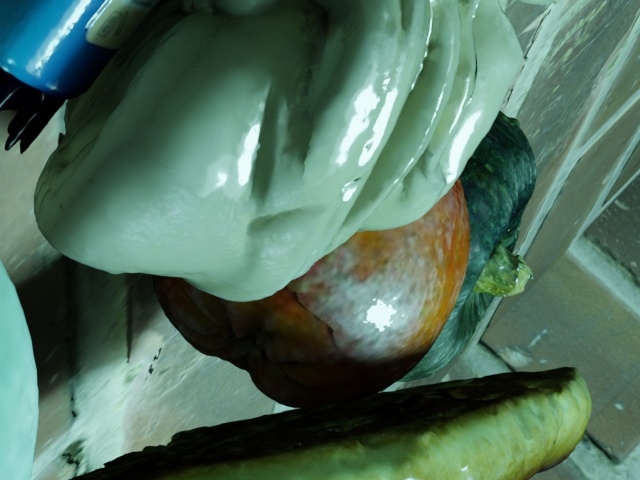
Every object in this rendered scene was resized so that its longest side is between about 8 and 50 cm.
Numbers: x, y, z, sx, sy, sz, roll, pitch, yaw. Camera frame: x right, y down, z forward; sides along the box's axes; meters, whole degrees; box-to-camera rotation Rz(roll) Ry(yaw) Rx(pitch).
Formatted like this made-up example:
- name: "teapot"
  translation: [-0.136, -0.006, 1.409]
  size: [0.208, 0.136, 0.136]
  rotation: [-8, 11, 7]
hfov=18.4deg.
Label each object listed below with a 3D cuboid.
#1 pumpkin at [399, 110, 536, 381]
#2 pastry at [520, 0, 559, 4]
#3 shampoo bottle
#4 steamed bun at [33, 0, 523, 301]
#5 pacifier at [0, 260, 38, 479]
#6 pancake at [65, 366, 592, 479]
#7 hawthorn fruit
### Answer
- name: "pumpkin"
  translation: [0.071, 0.000, 1.361]
  size: [0.211, 0.152, 0.211]
  rotation: [-51, 173, -9]
- name: "pastry"
  translation: [0.139, -0.207, 1.070]
  size: [0.166, 0.088, 0.166]
  rotation: [-45, 168, -12]
- name: "shampoo bottle"
  translation: [-0.070, -0.110, 0.696]
  size: [0.183, 0.050, 0.087]
  rotation: [-50, 178, 11]
- name: "steamed bun"
  translation: [-0.002, -0.063, 0.777]
  size: [0.211, 0.144, 0.218]
  rotation: [-49, -164, 13]
- name: "pacifier"
  translation: [-0.214, 0.065, 0.435]
  size: [0.269, 0.288, 0.343]
  rotation: [-17, -155, 24]
- name: "pancake"
  translation: [-0.055, 0.134, 1.039]
  size: [0.305, 0.067, 0.426]
  rotation: [-12, 180, 42]
- name: "hawthorn fruit"
  translation: [0.000, 0.000, 1.059]
  size: [0.173, 0.173, 0.173]
  rotation: [-46, 169, -11]
